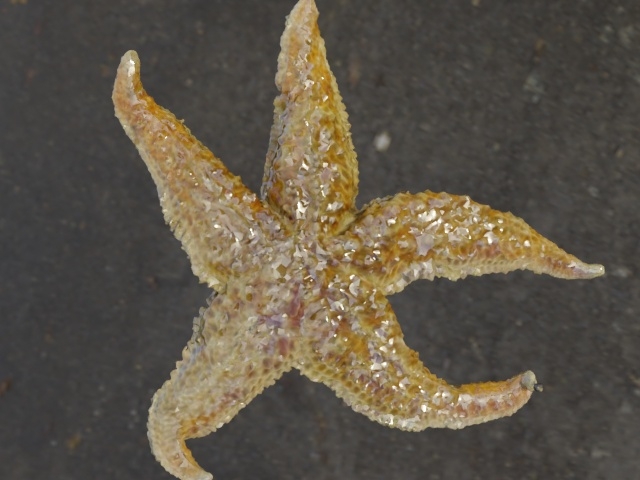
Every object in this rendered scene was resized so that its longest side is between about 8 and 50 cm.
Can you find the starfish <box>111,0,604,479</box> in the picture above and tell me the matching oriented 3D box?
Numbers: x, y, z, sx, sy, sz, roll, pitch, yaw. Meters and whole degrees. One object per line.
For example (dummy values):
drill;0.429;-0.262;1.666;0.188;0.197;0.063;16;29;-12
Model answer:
starfish;0.000;0.000;0.862;0.299;0.060;0.302;-27;96;-3
